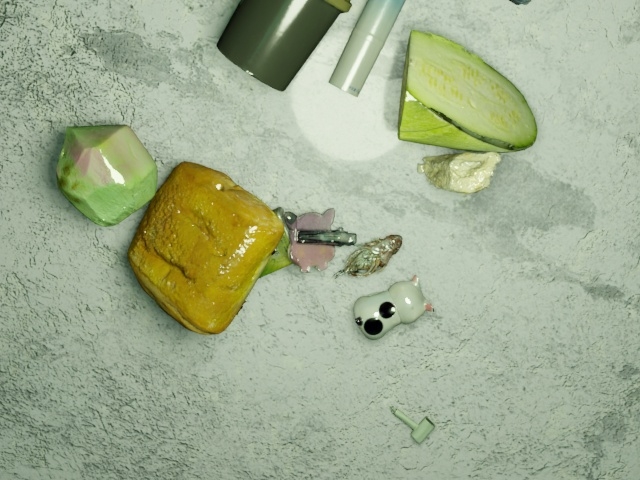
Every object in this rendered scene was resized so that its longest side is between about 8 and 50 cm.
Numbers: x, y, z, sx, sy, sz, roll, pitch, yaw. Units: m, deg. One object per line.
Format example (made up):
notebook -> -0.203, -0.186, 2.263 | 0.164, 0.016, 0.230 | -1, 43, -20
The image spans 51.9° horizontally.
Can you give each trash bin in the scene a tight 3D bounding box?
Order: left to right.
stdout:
trash bin -> -0.055, -0.494, 1.360 | 0.214, 0.214, 0.334 | 32, 107, -7

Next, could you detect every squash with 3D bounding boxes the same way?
squash -> 0.327, -0.293, 1.402 | 0.308, 0.234, 0.210 | 7, 146, 4

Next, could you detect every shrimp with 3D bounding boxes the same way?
shrimp -> 0.112, 0.043, 1.567 | 0.190, 0.073, 0.075 | -25, 71, 11

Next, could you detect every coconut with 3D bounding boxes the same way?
coconut -> -0.480, -0.158, 1.455 | 0.204, 0.236, 0.236 | -45, 102, -25

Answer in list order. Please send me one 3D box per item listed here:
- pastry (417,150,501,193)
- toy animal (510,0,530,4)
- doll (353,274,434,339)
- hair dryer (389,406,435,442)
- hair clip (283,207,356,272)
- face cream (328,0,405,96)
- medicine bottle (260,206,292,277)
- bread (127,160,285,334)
pastry -> 0.305, -0.151, 1.428 | 0.121, 0.258, 0.089 | -15, 101, -6
toy animal -> 0.413, -0.615, 1.374 | 0.179, 0.116, 0.219 | 13, 111, -4
doll -> 0.168, 0.164, 1.583 | 0.180, 0.107, 0.110 | -24, 82, 0
hair dryer -> 0.231, 0.462, 1.698 | 0.124, 0.038, 0.063 | 38, 100, -1
hair clip -> -0.004, 0.000, 1.529 | 0.187, 0.056, 0.146 | -5, 94, -31
face cream -> 0.105, -0.444, 1.439 | 0.077, 0.077, 0.250 | 26, 104, -6
medicine bottle -> -0.152, 0.018, 1.554 | 0.188, 0.088, 0.132 | -24, 105, 6
bread -> -0.281, 0.008, 1.459 | 0.328, 0.148, 0.337 | 39, 101, 23
